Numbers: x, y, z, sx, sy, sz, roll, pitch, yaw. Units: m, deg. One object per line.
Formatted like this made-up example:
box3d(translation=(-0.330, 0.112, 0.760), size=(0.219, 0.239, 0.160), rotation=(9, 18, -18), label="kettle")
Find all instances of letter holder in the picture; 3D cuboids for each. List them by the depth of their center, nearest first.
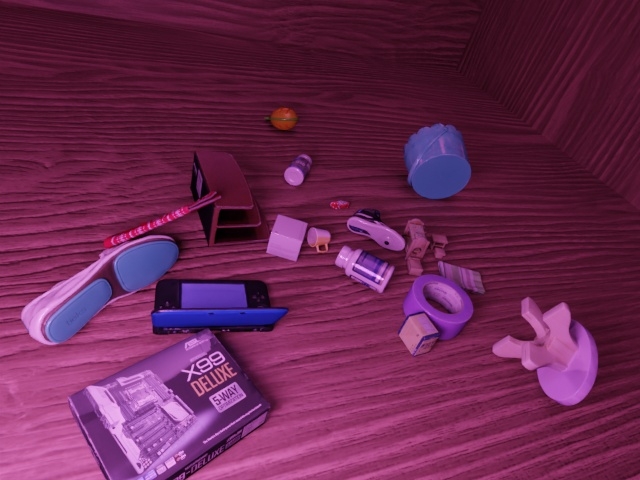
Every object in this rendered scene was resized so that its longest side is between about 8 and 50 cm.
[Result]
box3d(translation=(-0.276, -0.141, 1.401), size=(0.214, 0.152, 0.302), rotation=(-3, 43, -27), label="letter holder")

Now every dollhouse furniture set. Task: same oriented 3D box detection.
box3d(translation=(0.377, 0.027, 1.488), size=(0.160, 0.101, 0.182), rotation=(8, 40, -8), label="dollhouse furniture set")

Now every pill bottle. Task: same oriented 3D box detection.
box3d(translation=(0.134, 0.083, 1.339), size=(0.169, 0.094, 0.094), rotation=(28, 40, 11), label="pill bottle")
box3d(translation=(-0.083, -0.277, 1.692), size=(0.078, 0.078, 0.137), rotation=(21, 39, 4), label="pill bottle")

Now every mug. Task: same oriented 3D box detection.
box3d(translation=(-0.002, -0.003, 1.428), size=(0.064, 0.078, 0.062), rotation=(1, 9, -34), label="mug")

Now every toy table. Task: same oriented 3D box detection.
box3d(translation=(0.621, 0.286, 1.193), size=(0.160, 0.252, 0.274), rotation=(36, 28, -4), label="toy table")

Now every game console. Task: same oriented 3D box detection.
box3d(translation=(-0.248, 0.134, 1.055), size=(0.293, 0.173, 0.250), rotation=(3, 37, -19), label="game console")

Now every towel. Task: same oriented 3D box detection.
box3d(translation=(-0.420, -0.058, 1.167), size=(0.274, 0.031, 0.199), rotation=(-21, 12, 17), label="towel")
box3d(translation=(0.479, 0.124, 1.483), size=(0.152, 0.023, 0.113), rotation=(14, 40, -5), label="towel")

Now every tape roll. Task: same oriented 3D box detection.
box3d(translation=(0.349, 0.195, 1.302), size=(0.188, 0.080, 0.189), rotation=(11, 40, -10), label="tape roll")

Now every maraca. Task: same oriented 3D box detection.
box3d(translation=(-0.176, -0.551, 1.971), size=(0.127, 0.099, 0.185), rotation=(-9, 20, -38), label="maraca")

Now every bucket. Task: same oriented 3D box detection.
box3d(translation=(0.485, -0.320, 1.821), size=(0.281, 0.281, 0.183), rotation=(9, 48, -11), label="bucket")

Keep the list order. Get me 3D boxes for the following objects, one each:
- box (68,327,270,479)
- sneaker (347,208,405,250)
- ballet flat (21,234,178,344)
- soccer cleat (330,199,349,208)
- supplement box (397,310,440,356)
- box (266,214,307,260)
box3d(translation=(-0.295, 0.341, 0.877), size=(0.307, 0.077, 0.242), rotation=(-22, 53, -39), label="box")
box3d(translation=(0.213, -0.053, 1.541), size=(0.216, 0.079, 0.121), rotation=(26, 41, 12), label="sneaker")
box3d(translation=(-0.529, 0.089, 1.061), size=(0.139, 0.139, 0.400), rotation=(29, 41, 13), label="ballet flat")
box3d(translation=(0.070, -0.136, 1.628), size=(0.083, 0.029, 0.036), rotation=(-3, 34, -29), label="soccer cleat")
box3d(translation=(0.268, 0.256, 1.195), size=(0.056, 0.083, 0.083), rotation=(-7, 44, -27), label="supplement box")
box3d(translation=(-0.104, -0.009, 1.359), size=(0.101, 0.087, 0.101), rotation=(16, 39, -2), label="box")
